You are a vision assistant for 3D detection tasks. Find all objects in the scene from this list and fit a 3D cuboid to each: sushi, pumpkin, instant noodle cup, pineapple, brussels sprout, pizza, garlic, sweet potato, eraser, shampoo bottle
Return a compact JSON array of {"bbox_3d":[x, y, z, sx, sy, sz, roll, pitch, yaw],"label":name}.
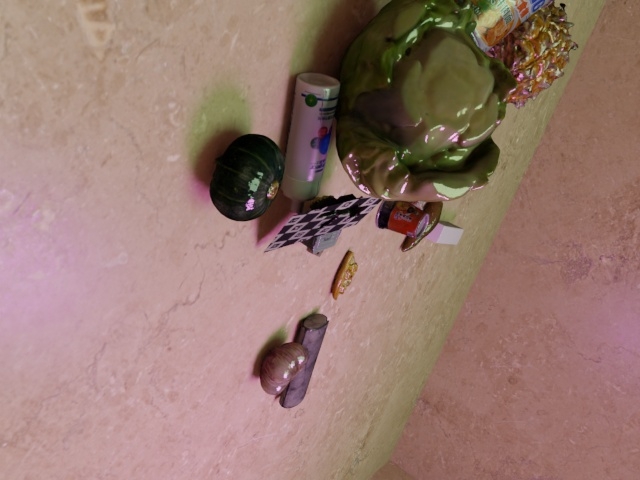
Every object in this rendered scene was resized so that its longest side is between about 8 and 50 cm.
[{"bbox_3d":[0.010,-0.063,1.353,0.279,0.043,0.192,-17,164,-31],"label":"sushi"},{"bbox_3d":[-0.135,-0.116,1.100,0.167,0.125,0.167,-47,149,-40],"label":"pumpkin"},{"bbox_3d":[0.362,-0.581,1.396,0.214,0.296,0.296,-44,155,6],"label":"instant noodle cup"},{"bbox_3d":[0.512,-0.529,1.673,0.300,0.352,0.353,-25,137,-41],"label":"pineapple"},{"bbox_3d":[0.263,-0.071,1.881,0.127,0.135,0.127,-43,148,-36],"label":"instant noodle cup"},{"bbox_3d":[0.195,-0.283,1.279,0.361,0.342,0.426,176,-72,-79],"label":"brussels sprout"},{"bbox_3d":[0.080,0.107,1.834,0.099,0.035,0.160,0,116,-62],"label":"pizza"},{"bbox_3d":[-0.107,0.343,1.649,0.159,0.102,0.147,-50,169,2],"label":"garlic"},{"bbox_3d":[0.383,-0.050,2.199,0.244,0.077,0.077,-57,155,-12],"label":"sweet potato"},{"bbox_3d":[0.497,-0.034,2.427,0.298,0.078,0.076,4,112,-62],"label":"eraser"},{"bbox_3d":[-0.029,-0.193,1.262,0.092,0.092,0.304,-30,140,-48],"label":"shampoo bottle"}]

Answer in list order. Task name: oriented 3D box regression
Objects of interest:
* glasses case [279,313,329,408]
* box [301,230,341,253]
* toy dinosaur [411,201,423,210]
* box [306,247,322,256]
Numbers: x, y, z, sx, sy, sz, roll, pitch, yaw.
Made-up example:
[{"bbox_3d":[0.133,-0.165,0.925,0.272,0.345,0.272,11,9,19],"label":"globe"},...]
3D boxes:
[{"bbox_3d":[-0.054,0.368,1.817,0.114,0.060,0.300,-22,134,-54],"label":"glasses case"},{"bbox_3d":[-0.005,-0.026,1.502,0.122,0.069,0.084,-19,133,-55],"label":"box"},{"bbox_3d":[0.368,-0.188,2.053,0.167,0.053,0.242,-13,136,-49],"label":"toy dinosaur"},{"bbox_3d":[0.000,0.000,1.590,0.083,0.024,0.053,-64,155,0],"label":"box"}]
